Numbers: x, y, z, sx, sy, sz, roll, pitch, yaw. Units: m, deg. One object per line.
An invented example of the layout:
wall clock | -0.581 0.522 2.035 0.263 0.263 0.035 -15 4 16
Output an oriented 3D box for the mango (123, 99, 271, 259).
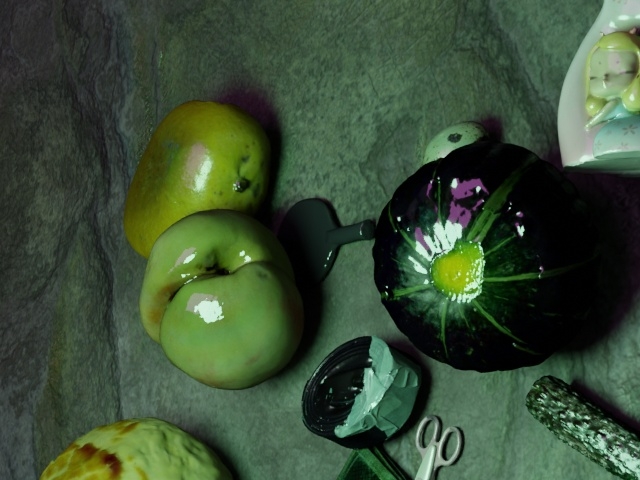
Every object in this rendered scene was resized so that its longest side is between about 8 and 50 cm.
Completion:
mango | -0.227 -0.092 2.295 0.365 0.182 0.253 -34 57 40

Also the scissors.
scissors | 0.144 0.333 1.854 0.085 0.022 0.176 23 95 48

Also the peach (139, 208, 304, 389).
peach | -0.150 0.099 2.101 0.247 0.292 0.292 -33 40 -15

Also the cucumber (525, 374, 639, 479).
cucumber | 0.359 0.249 1.583 0.293 0.067 0.067 34 106 49

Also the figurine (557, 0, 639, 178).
figurine | 0.420 -0.242 1.563 0.284 0.206 0.315 -9 79 55

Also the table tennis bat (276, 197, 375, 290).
table tennis bat | 0.000 0.000 2.119 0.236 0.027 0.150 -13 72 50

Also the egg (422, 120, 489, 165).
egg | 0.192 -0.118 1.870 0.110 0.085 0.085 -45 47 13

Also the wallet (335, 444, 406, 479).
wallet | 0.048 0.420 1.913 0.160 0.055 0.236 42 113 54

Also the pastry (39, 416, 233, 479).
pastry | -0.318 0.476 2.151 0.388 0.313 0.388 -22 59 44

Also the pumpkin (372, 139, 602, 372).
pumpkin | 0.222 0.020 1.704 0.296 0.296 0.296 -17 67 47

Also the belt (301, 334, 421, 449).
belt | 0.058 0.220 1.923 0.198 0.078 0.151 -30 43 39
